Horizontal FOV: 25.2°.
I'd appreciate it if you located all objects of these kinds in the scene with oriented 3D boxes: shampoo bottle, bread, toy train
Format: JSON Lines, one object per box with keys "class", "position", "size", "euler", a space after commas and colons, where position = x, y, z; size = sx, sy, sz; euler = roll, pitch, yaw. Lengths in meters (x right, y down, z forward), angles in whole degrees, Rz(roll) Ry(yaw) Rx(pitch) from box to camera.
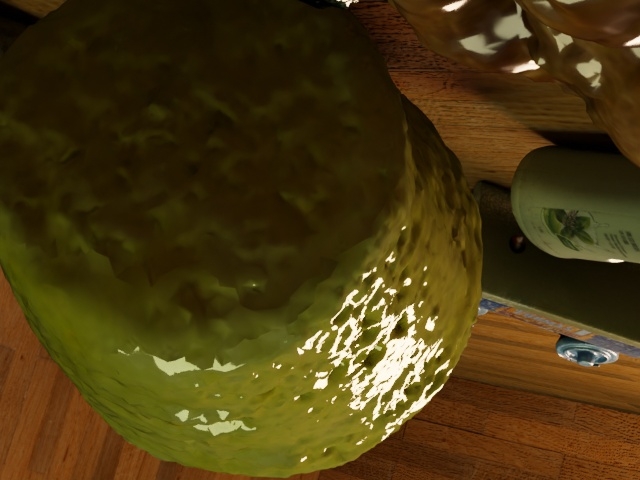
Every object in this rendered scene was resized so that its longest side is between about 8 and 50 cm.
{"class": "shampoo bottle", "position": [0.268, -0.021, 1.114], "size": [0.118, 0.087, 0.234], "euler": [34, 165, -37]}
{"class": "bread", "position": [-0.059, -0.017, 1.012], "size": [0.348, 0.348, 0.308], "euler": [14, 164, 11]}
{"class": "toy train", "position": [0.243, 0.041, 1.498], "size": [0.299, 0.131, 0.202], "euler": [17, 164, -13]}

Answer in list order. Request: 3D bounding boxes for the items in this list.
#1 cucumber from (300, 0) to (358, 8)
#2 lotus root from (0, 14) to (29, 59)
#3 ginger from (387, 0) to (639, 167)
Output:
{"class": "cucumber", "position": [-0.078, -0.193, 0.729], "size": [0.303, 0.072, 0.081], "euler": [21, 168, -33]}
{"class": "lotus root", "position": [-0.272, -0.155, 1.300], "size": [0.089, 0.081, 0.179], "euler": [1, 160, 32]}
{"class": "ginger", "position": [0.168, -0.113, 0.550], "size": [0.274, 0.152, 0.357], "euler": [24, 171, -9]}
